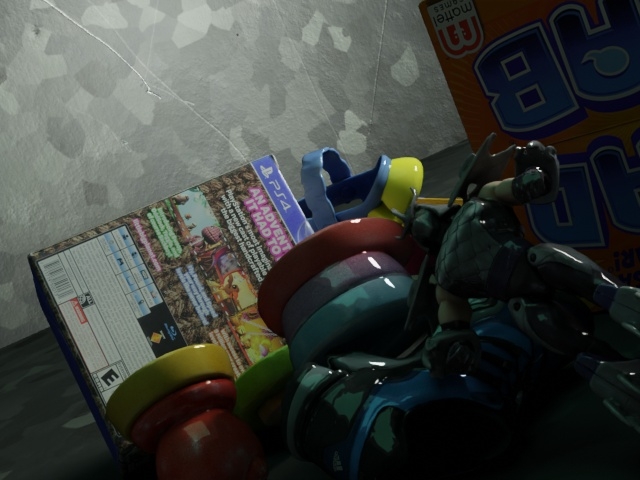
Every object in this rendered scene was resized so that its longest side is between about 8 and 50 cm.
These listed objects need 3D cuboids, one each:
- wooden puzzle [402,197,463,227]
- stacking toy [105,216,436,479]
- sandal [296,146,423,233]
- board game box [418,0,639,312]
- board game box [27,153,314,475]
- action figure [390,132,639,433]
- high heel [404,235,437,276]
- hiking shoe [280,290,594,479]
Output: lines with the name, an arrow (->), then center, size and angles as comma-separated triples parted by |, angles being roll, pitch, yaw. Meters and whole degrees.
wooden puzzle -> 0.197, -0.027, 1.438 | 0.238, 0.044, 0.221 | 5, 0, -33
stacking toy -> -0.001, 0.133, 1.008 | 0.309, 0.130, 0.279 | -40, -27, 16
sandal -> 0.000, 0.000, 1.359 | 0.317, 0.138, 0.126 | -60, 8, 31
board game box -> 0.390, -0.169, 1.124 | 0.356, 0.356, 0.356 | -14, 11, 45
board game box -> -0.134, 0.080, 1.207 | 0.291, 0.232, 0.141 | -24, -17, -17
action figure -> 0.152, 0.030, 0.771 | 0.099, 0.185, 0.285 | -7, 30, -45
high heel -> 0.156, 0.009, 1.441 | 0.082, 0.117, 0.244 | -17, 9, 34
hiking shoe -> 0.121, 0.128, 0.880 | 0.304, 0.113, 0.132 | -21, 34, -28
